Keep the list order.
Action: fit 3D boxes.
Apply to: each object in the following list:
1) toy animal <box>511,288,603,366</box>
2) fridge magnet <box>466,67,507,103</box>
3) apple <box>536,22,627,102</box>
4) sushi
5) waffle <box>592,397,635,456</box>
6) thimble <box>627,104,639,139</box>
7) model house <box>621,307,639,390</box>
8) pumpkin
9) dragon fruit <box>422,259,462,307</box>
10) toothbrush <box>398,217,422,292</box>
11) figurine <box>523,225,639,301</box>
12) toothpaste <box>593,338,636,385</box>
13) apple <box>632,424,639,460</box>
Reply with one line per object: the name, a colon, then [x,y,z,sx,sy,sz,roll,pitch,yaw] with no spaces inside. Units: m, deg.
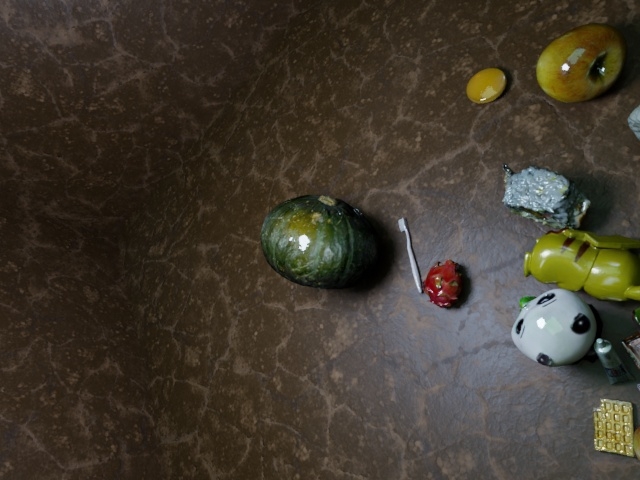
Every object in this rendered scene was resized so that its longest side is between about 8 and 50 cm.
toy animal: [0.631,0.233,1.141,0.213,0.267,0.212,-17,65,39]
fridge magnet: [0.611,-0.566,1.554,0.143,0.063,0.142,-13,67,33]
apple: [0.794,-0.546,1.304,0.237,0.237,0.207,-45,26,18]
sushi: [0.664,-0.131,1.285,0.274,0.184,0.139,27,91,43]
waffle: [0.765,0.484,1.105,0.092,0.021,0.134,-6,72,37]
thimble: [0.957,-0.285,1.051,0.195,0.292,0.291,-49,52,23]
model house: [0.875,0.294,1.032,0.207,0.154,0.293,-18,65,-16]
pumpkin: [0.000,0.000,1.605,0.455,0.455,0.343,21,105,40]
dragon fruit: [0.413,0.143,1.424,0.136,0.133,0.165,20,89,47]
toothbrush: [0.336,0.052,1.585,0.030,0.025,0.307,-29,58,37]
figurine: [0.754,0.065,1.166,0.327,0.169,0.218,24,49,34]
toothpaste: [0.734,0.308,1.063,0.060,0.233,0.038,-30,34,24]
apple: [0.813,0.485,1.002,0.126,0.126,0.101,-25,45,29]
